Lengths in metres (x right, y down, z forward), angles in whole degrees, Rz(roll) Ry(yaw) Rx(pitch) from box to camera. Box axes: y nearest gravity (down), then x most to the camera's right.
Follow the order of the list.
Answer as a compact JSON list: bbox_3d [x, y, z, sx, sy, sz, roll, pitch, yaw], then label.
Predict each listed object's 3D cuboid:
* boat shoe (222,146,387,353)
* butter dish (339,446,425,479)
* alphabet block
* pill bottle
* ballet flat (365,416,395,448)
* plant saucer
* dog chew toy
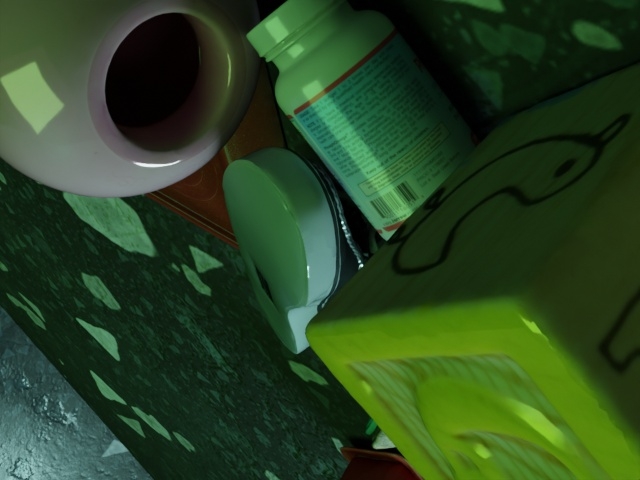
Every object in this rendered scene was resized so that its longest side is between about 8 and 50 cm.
[{"bbox_3d":[0.002,0.003,0.694,0.113,0.105,0.306,53,167,22],"label":"boat shoe"},{"bbox_3d":[0.077,0.336,1.082,0.160,0.118,0.160,52,154,-12],"label":"butter dish"},{"bbox_3d":[0.148,0.044,0.453,0.193,0.197,0.192,50,153,-10],"label":"alphabet block"},{"bbox_3d":[0.029,-0.084,0.565,0.160,0.087,0.087,51,154,-12],"label":"pill bottle"},{"bbox_3d":[0.105,0.111,0.732,0.106,0.108,0.316,24,151,10],"label":"ballet flat"},{"bbox_3d":[-0.137,-0.102,0.831,0.259,0.048,0.258,29,150,31],"label":"plant saucer"},{"bbox_3d":[-0.190,-0.166,0.650,0.332,0.206,0.207,36,155,41],"label":"dog chew toy"}]
